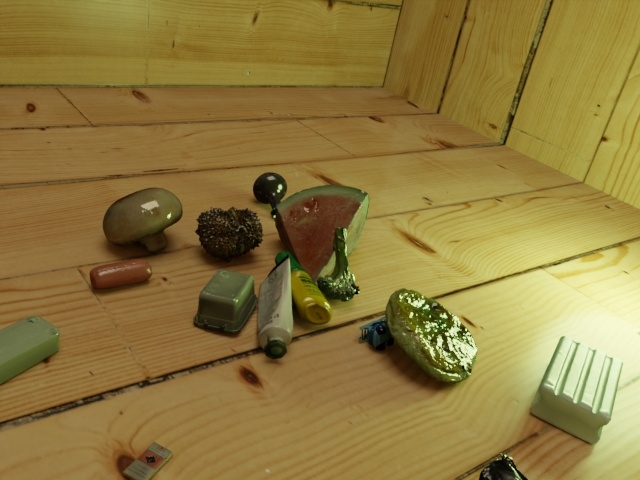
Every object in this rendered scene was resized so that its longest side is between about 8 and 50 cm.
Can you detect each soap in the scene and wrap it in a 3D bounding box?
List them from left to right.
[{"bbox_3d":[0.618,0.349,1.471,0.160,0.087,0.265,23,29,22],"label":"soap"}]

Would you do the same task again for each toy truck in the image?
[{"bbox_3d":[0.161,0.228,1.559,0.074,0.063,0.136,13,18,40],"label":"toy truck"}]

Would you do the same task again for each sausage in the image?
[{"bbox_3d":[-0.504,0.085,1.558,0.154,0.062,0.062,-11,35,-37],"label":"sausage"}]

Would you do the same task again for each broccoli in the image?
[{"bbox_3d":[0.053,0.065,1.677,0.122,0.204,0.118,2,-3,-16],"label":"broccoli"}]

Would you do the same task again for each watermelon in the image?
[{"bbox_3d":[0.003,-0.043,1.805,0.283,0.250,0.292,4,24,-3],"label":"watermelon"}]

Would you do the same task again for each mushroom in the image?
[{"bbox_3d":[-0.494,-0.052,1.724,0.226,0.178,0.226,-15,7,2],"label":"mushroom"}]

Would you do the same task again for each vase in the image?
[{"bbox_3d":[-0.162,-0.151,2.096,0.120,0.120,0.183,-1,44,-23],"label":"vase"}]

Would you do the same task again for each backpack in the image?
[{"bbox_3d":[0.345,0.482,1.092,0.106,0.120,0.165,-21,36,-12],"label":"backpack"}]

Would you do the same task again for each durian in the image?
[{"bbox_3d":[-0.254,-0.027,1.745,0.196,0.167,0.196,-20,11,4],"label":"durian"}]

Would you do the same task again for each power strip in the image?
[{"bbox_3d":[-0.676,0.257,1.166,0.091,0.062,0.385,23,29,20],"label":"power strip"}]

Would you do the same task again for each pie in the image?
[{"bbox_3d":[0.274,0.229,1.514,0.277,0.078,0.277,28,25,-15],"label":"pie"}]

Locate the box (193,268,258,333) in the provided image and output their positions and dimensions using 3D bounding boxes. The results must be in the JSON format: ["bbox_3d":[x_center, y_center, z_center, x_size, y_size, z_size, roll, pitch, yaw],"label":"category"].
[{"bbox_3d":[-0.231,0.142,1.514,0.124,0.092,0.172,10,27,8],"label":"box"}]

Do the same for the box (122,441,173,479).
[{"bbox_3d":[-0.307,0.398,1.097,0.046,0.012,0.083,20,30,18],"label":"box"}]

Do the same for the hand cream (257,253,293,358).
[{"bbox_3d":[-0.113,0.162,1.528,0.076,0.121,0.336,39,21,-24],"label":"hand cream"}]

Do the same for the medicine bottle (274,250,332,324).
[{"bbox_3d":[-0.059,0.118,1.649,0.111,0.076,0.309,39,6,-33],"label":"medicine bottle"}]
